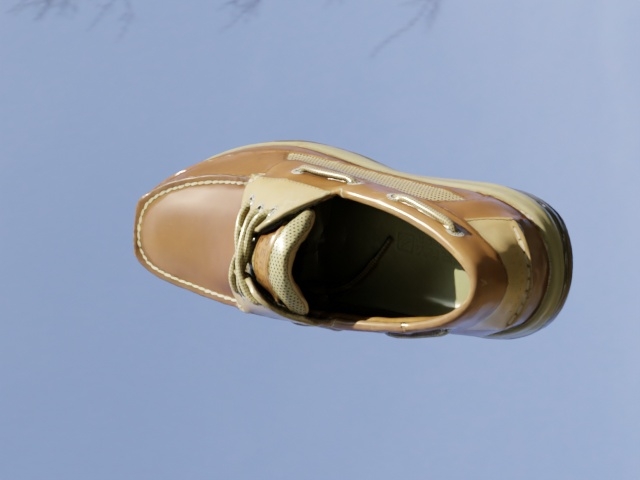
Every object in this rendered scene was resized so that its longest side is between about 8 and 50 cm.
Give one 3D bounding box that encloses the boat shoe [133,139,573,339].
[{"bbox_3d":[0.000,0.000,1.183,0.120,0.324,0.122,-9,-79,-54],"label":"boat shoe"}]
